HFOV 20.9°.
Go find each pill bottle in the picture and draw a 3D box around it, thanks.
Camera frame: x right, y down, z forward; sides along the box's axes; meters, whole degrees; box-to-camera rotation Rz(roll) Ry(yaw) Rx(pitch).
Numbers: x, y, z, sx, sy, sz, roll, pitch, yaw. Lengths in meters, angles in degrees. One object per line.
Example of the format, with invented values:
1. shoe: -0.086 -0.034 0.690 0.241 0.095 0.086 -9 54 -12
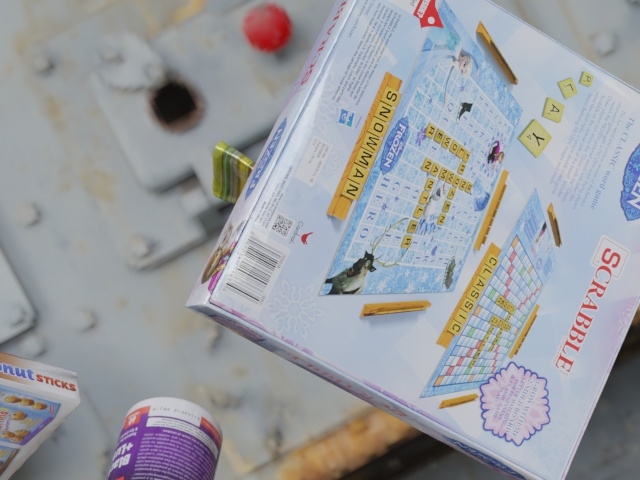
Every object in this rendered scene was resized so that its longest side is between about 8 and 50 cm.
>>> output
1. pill bottle: -0.167 0.263 1.759 0.108 0.108 0.193 -27 34 31

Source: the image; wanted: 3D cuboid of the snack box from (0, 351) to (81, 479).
1. snack box: -0.200 0.120 0.905 0.064 0.022 0.178 21 -52 -35

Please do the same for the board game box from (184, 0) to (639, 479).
1. board game box: 0.106 -0.017 1.341 0.318 0.318 0.066 -64 14 -12

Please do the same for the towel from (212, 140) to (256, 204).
1. towel: 0.000 0.000 1.533 0.021 0.237 0.102 -51 -12 -16
